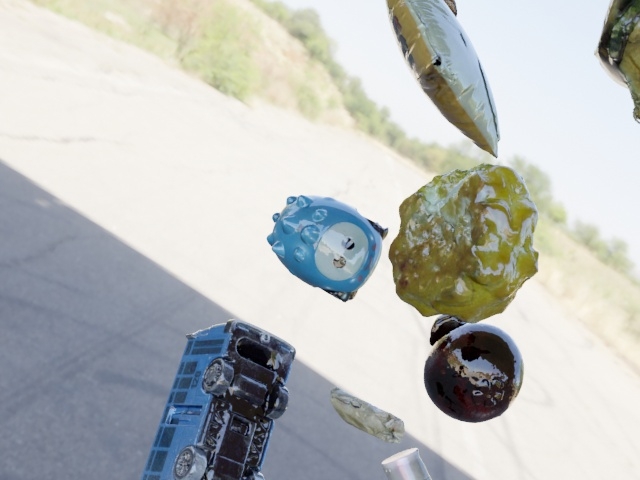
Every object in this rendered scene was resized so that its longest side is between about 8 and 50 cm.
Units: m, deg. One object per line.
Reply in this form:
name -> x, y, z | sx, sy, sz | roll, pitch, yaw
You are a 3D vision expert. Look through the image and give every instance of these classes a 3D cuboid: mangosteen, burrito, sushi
mangosteen -> 0.291, 0.249, 1.819 | 0.209, 0.210, 0.210 | 32, 8, -5
burrito -> 0.073, 0.282, 1.510 | 0.149, 0.055, 0.041 | 18, 17, 41
sushi -> 0.254, -0.498, 2.007 | 0.099, 0.047, 0.050 | 28, 19, 37

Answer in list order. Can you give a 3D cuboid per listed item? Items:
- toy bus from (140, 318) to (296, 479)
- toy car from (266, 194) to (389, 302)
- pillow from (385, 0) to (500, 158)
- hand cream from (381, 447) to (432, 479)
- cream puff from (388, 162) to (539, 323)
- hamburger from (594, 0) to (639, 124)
toy bus -> -0.128, 0.223, 1.163 | 0.116, 0.234, 0.133 | 30, -25, -31
toy car -> 0.000, 0.000, 1.947 | 0.255, 0.189, 0.190 | 31, 3, 40
pillow -> 0.218, -0.336, 1.722 | 0.312, 0.119, 0.310 | 39, 25, -52
hand cream -> 0.195, 0.508, 1.591 | 0.312, 0.070, 0.111 | 66, 17, 5
cream puff -> 0.247, 0.008, 1.538 | 0.185, 0.282, 0.282 | 18, 15, -34
hamburger -> 0.506, -0.277, 1.256 | 0.265, 0.134, 0.285 | -3, -30, -5
